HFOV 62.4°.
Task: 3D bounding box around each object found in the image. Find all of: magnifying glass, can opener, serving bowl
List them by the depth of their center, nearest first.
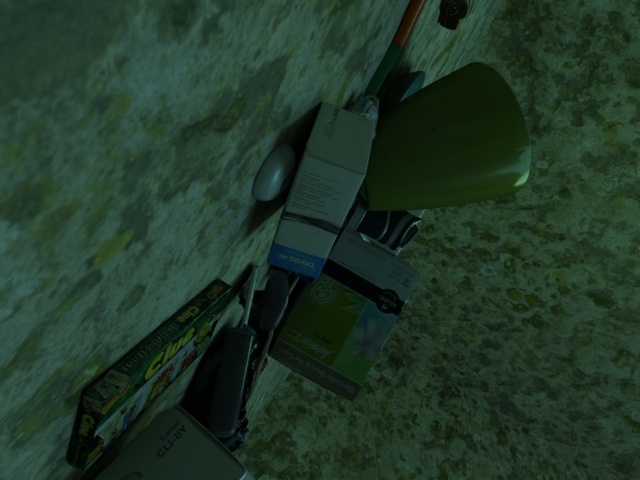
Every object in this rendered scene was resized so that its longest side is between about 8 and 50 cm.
[{"bbox_3d":[-0.055,-0.086,0.700,0.083,0.027,0.083,-58,172,-12],"label":"serving bowl"},{"bbox_3d":[-0.111,0.175,0.862,0.076,0.095,0.283,116,-17,-67],"label":"can opener"},{"bbox_3d":[0.130,-0.331,0.952,0.092,0.026,0.231,-47,168,-54],"label":"magnifying glass"}]

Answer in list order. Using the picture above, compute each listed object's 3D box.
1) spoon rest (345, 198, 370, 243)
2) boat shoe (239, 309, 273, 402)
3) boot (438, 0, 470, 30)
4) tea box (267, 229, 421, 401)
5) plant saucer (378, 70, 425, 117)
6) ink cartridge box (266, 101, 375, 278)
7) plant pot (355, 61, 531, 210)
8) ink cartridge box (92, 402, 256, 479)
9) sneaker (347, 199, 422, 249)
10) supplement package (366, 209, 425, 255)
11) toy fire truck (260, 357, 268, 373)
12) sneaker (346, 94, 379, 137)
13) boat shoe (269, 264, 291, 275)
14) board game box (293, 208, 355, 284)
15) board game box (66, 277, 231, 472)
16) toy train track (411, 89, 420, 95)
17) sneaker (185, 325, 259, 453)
[{"bbox_3d":[0.108,-0.034,1.626,0.084,0.137,0.276,-32,141,-41],"label":"spoon rest"},{"bbox_3d":[-0.164,0.267,1.121,0.257,0.095,0.095,-60,178,5],"label":"boat shoe"},{"bbox_3d":[0.306,-0.533,1.173,0.084,0.059,0.158,-63,180,8],"label":"boot"},{"bbox_3d":[0.035,0.176,1.288,0.323,0.220,0.329,-62,-176,-10],"label":"tea box"},{"bbox_3d":[0.151,-0.262,1.258,0.317,0.044,0.317,-57,173,-12],"label":"plant saucer"},{"bbox_3d":[-0.001,-0.070,0.762,0.148,0.086,0.203,-76,-172,-48],"label":"ink cartridge box"},{"bbox_3d":[0.203,-0.169,1.042,0.294,0.274,0.275,-21,164,-8],"label":"plant pot"},{"bbox_3d":[-0.213,0.465,0.796,0.279,0.160,0.384,-46,148,-26],"label":"ink cartridge box"},{"bbox_3d":[0.159,-0.076,1.228,0.099,0.153,0.282,-64,178,34],"label":"sneaker"},{"bbox_3d":[0.240,-0.102,1.813,0.261,0.204,0.145,-58,172,-2],"label":"supplement package"},{"bbox_3d":[-0.207,0.377,1.426,0.192,0.047,0.135,-55,170,-27],"label":"toy fire truck"},{"bbox_3d":[0.057,-0.195,0.883,0.190,0.071,0.082,-62,171,-53],"label":"sneaker"},{"bbox_3d":[-0.068,0.040,1.019,0.040,0.049,0.142,-53,172,-34],"label":"boat shoe"},{"bbox_3d":[0.000,0.000,1.120,0.165,0.042,0.243,-60,-176,0],"label":"board game box"},{"bbox_3d":[-0.208,0.160,0.679,0.259,0.030,0.136,-46,163,-57],"label":"board game box"},{"bbox_3d":[0.216,-0.327,1.222,0.083,0.014,0.048,-53,165,-71],"label":"toy train track"},{"bbox_3d":[-0.183,0.318,1.016,0.340,0.140,0.125,-62,171,17],"label":"sneaker"}]
